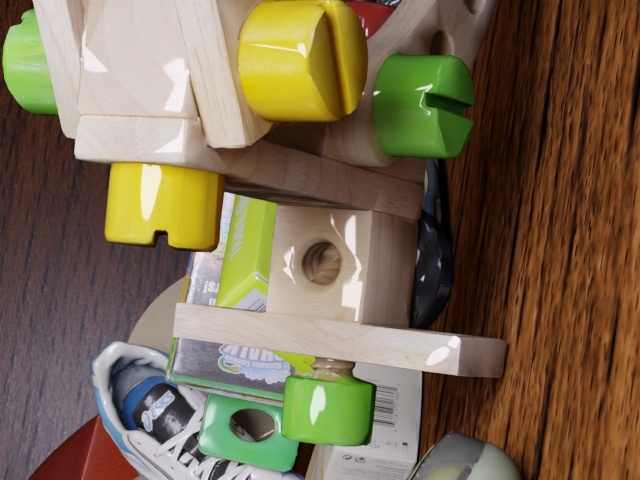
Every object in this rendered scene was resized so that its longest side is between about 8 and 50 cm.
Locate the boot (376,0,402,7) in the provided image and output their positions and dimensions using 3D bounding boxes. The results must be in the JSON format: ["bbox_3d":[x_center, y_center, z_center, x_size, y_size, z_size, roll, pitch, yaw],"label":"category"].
[{"bbox_3d":[0.054,-0.225,0.926,0.161,0.083,0.246,94,-173,-73],"label":"boot"}]

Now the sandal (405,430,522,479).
[{"bbox_3d":[0.004,0.208,0.424,0.303,0.086,0.120,-64,-1,2],"label":"sandal"}]

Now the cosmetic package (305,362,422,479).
[{"bbox_3d":[0.018,0.115,0.703,0.115,0.041,0.060,105,174,-46],"label":"cosmetic package"}]

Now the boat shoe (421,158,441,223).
[{"bbox_3d":[0.020,-0.055,0.753,0.254,0.095,0.079,-90,15,-49],"label":"boat shoe"}]

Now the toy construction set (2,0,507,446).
[{"bbox_3d":[-0.052,-0.046,0.474,0.257,0.308,0.237,-42,-41,-83],"label":"toy construction set"}]

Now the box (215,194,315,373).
[{"bbox_3d":[0.000,0.000,0.800,0.042,0.109,0.178,-40,26,30],"label":"box"}]

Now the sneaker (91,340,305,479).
[{"bbox_3d":[-0.087,0.153,0.984,0.085,0.237,0.086,-48,-38,-9],"label":"sneaker"}]

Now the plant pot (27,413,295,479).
[{"bbox_3d":[-0.148,0.301,1.167,0.267,0.267,0.236,-84,16,-52],"label":"plant pot"}]

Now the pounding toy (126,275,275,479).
[{"bbox_3d":[-0.059,0.138,1.117,0.110,0.183,0.237,64,-157,-50],"label":"pounding toy"}]

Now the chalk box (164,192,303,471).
[{"bbox_3d":[-0.030,0.045,0.945,0.132,0.132,0.213,-162,85,-86],"label":"chalk box"}]
